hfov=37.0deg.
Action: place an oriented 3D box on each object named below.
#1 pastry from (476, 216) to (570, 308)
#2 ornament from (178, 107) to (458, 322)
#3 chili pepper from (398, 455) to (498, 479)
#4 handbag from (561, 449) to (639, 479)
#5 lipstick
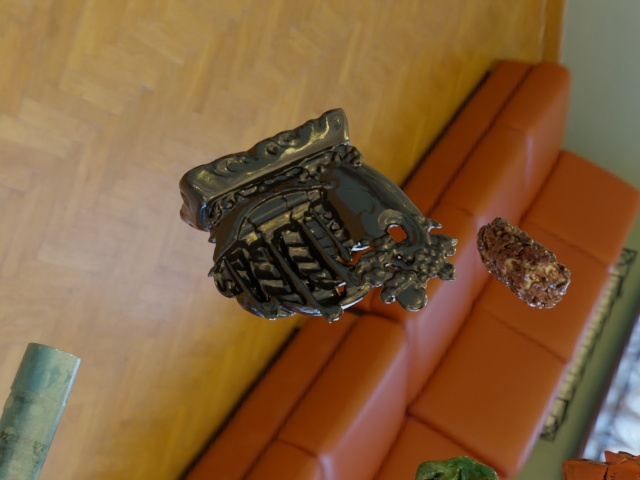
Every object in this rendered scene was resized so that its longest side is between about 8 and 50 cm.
[{"bbox_3d":[0.342,0.035,1.656,0.097,0.208,0.115,-33,126,-5],"label":"pastry"},{"bbox_3d":[0.000,0.000,1.040,0.251,0.260,0.106,-25,153,-18],"label":"ornament"},{"bbox_3d":[0.116,0.255,0.750,0.083,0.099,0.253,-112,176,-47],"label":"chili pepper"},{"bbox_3d":[0.467,0.415,1.134,0.116,0.410,0.304,-2,88,-28],"label":"handbag"},{"bbox_3d":[-0.244,0.165,0.779,0.048,0.048,0.158,52,51,-60],"label":"lipstick"}]
